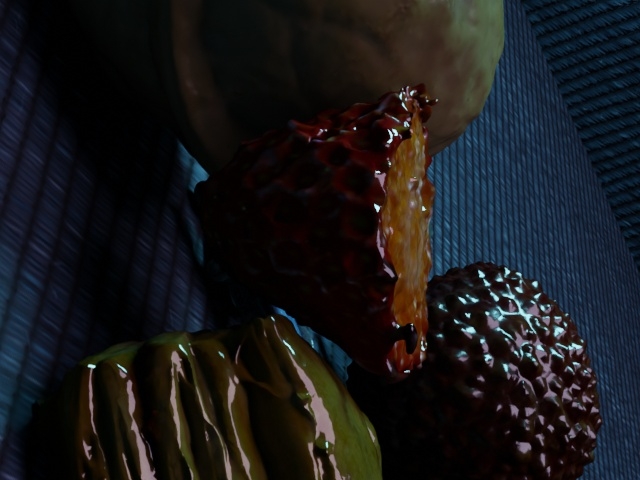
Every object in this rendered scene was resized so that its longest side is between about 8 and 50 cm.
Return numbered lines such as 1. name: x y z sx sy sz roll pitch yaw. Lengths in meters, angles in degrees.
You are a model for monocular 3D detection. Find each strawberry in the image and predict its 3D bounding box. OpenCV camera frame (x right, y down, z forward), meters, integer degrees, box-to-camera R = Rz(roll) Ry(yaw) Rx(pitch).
1. strawberry: 0.000 0.000 1.452 0.234 0.178 0.234 0 90 -78

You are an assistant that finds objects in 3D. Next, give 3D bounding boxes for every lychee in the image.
1. lychee: 0.145 0.144 1.935 0.300 0.264 0.264 35 16 5

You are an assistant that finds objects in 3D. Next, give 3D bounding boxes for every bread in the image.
1. bread: -0.038 0.200 1.401 0.370 0.191 0.314 17 55 -72

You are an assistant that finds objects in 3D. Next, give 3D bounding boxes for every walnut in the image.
1. walnut: -0.026 -0.207 1.592 0.381 0.381 0.381 -18 90 -74

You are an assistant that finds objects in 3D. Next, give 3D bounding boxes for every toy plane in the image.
1. toy plane: -0.049 0.058 1.691 0.169 0.078 0.246 53 18 -48

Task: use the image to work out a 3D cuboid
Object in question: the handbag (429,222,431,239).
1. handbag: 0.024 -0.067 2.066 0.238 0.089 0.326 -81 149 -57
